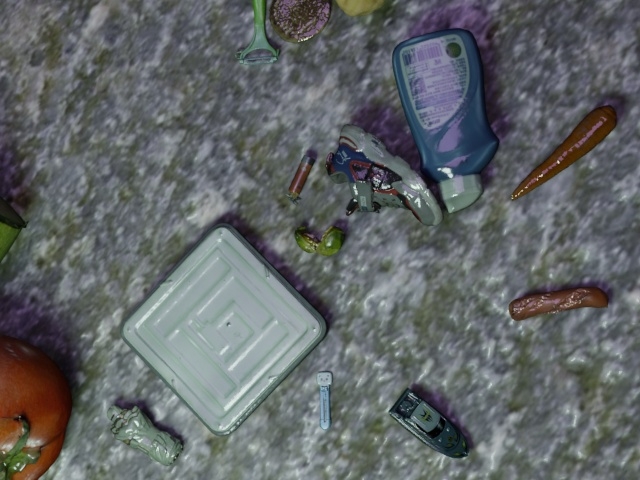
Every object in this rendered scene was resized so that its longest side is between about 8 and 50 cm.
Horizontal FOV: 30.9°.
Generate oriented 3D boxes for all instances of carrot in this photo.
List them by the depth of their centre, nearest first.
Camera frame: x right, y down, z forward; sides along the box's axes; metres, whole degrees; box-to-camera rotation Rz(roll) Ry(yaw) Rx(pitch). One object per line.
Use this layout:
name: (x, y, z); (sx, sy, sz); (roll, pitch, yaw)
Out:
carrot: (0.388, -0.135, 1.853); (0.216, 0.048, 0.048); (-43, 78, 10)

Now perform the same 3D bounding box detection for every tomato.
tomato: (-0.582, 0.287, 1.867); (0.341, 0.341, 0.273); (-46, 64, 4)

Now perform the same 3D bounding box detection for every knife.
knife: (0.007, 0.264, 1.905); (0.027, 0.010, 0.096); (-3, 84, 12)
knife: (-0.109, -0.383, 1.984); (0.078, 0.022, 0.166); (-2, 86, 9)

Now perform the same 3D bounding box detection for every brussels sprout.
brussels sprout: (-0.001, 0.001, 1.919); (0.083, 0.046, 0.051); (0, 88, 21)

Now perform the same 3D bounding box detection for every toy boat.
toy boat: (0.178, 0.299, 1.845); (0.141, 0.060, 0.055); (38, 68, 7)

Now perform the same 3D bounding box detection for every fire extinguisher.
fire extinguisher: (-0.033, -0.101, 1.943); (0.028, 0.022, 0.083); (24, 90, -18)

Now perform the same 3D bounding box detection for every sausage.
sausage: (0.377, 0.098, 1.835); (0.158, 0.042, 0.036); (-8, 45, 9)

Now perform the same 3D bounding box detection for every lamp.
lamp: (-0.161, 0.147, 1.931); (0.266, 0.047, 0.269); (44, 94, 11)

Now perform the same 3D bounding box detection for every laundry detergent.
laundry detergent: (0.209, -0.190, 1.872); (0.143, 0.094, 0.289); (-12, 85, 3)

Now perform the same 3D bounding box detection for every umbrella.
umbrella: (-0.298, 0.323, 1.936); (0.143, 0.062, 0.067); (36, 112, 8)

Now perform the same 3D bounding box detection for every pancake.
pancake: (-0.036, -0.393, 1.976); (0.115, 0.011, 0.114); (-1, 84, 12)

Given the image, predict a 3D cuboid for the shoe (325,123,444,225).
shoe: (0.091, -0.083, 1.873); (0.227, 0.099, 0.125); (42, 86, 17)

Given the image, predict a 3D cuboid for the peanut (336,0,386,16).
peanut: (0.084, -0.525, 1.896); (0.148, 0.147, 0.318); (10, 86, 12)

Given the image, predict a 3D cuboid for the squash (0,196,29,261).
squash: (-0.699, 0.039, 1.944); (0.263, 0.263, 0.384); (40, 93, 12)
